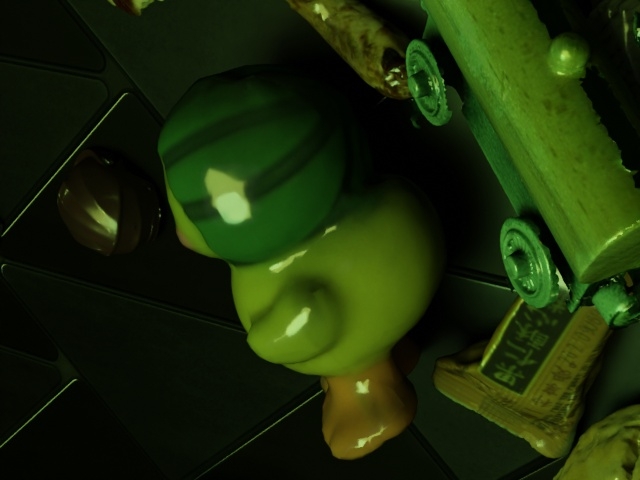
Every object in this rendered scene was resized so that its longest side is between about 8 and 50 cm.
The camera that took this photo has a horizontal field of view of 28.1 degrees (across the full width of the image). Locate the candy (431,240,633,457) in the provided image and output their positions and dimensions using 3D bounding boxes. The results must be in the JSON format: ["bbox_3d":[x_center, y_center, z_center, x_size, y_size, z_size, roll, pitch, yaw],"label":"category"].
[{"bbox_3d":[0.190,0.074,1.066,0.143,0.101,0.271,30,134,10],"label":"candy"}]

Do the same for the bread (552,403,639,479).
[{"bbox_3d":[0.296,0.258,1.066,0.244,0.134,0.244,13,120,24],"label":"bread"}]

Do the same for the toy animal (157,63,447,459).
[{"bbox_3d":[0.002,-0.002,1.087,0.191,0.216,0.338,-26,106,13],"label":"toy animal"}]

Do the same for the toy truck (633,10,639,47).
[{"bbox_3d":[0.265,-0.138,0.850,0.067,0.175,0.081,-1,120,34],"label":"toy truck"}]

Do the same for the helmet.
[{"bbox_3d":[-0.225,-0.033,1.302,0.123,0.070,0.098,31,128,16],"label":"helmet"}]

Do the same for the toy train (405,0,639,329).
[{"bbox_3d":[0.167,-0.092,0.900,0.307,0.126,0.189,65,155,22],"label":"toy train"}]

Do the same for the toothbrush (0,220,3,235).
[{"bbox_3d":[-0.430,0.105,1.540,0.024,0.029,0.354,28,127,2],"label":"toothbrush"}]

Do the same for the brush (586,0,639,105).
[{"bbox_3d":[0.210,-0.203,0.926,0.070,0.065,0.327,-8,108,39],"label":"brush"}]

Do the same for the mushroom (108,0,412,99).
[{"bbox_3d":[-0.077,-0.229,1.047,0.302,0.208,0.233,66,171,-25],"label":"mushroom"}]
